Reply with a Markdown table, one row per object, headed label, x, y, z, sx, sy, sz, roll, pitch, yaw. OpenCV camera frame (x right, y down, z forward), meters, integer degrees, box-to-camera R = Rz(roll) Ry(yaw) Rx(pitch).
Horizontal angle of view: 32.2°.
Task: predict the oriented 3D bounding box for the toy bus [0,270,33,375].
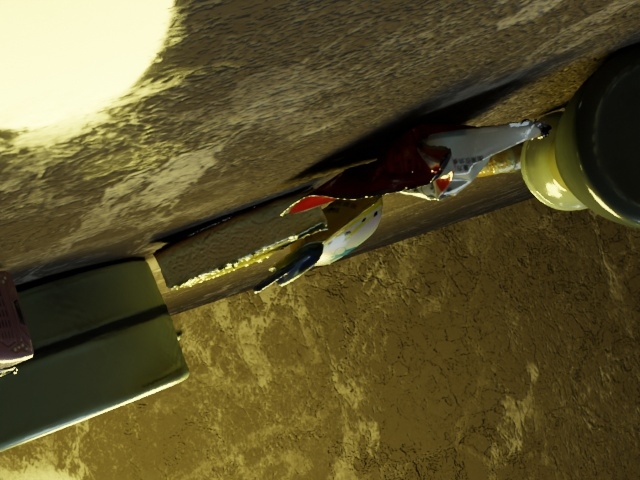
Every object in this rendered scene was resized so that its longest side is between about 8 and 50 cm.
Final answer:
| label | x | y | z | sx | sy | sz | roll | pitch | yaw |
| --- | --- | --- | --- | --- | --- | --- | --- | --- | --- |
| toy bus | -0.369 | 0.101 | 1.011 | 0.199 | 0.096 | 0.108 | -23 | 171 | 21 |

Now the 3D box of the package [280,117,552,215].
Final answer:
| label | x | y | z | sx | sy | sz | roll | pitch | yaw |
| --- | --- | --- | --- | --- | --- | --- | --- | --- | --- |
| package | 0.089 | -0.075 | 1.064 | 0.194 | 0.071 | 0.269 | -15 | -173 | -25 |

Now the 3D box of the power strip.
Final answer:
| label | x | y | z | sx | sy | sz | roll | pitch | yaw |
| --- | --- | --- | --- | --- | --- | --- | --- | --- | --- |
| power strip | -0.331 | 0.145 | 1.337 | 0.358 | 0.161 | 0.357 | -20 | 177 | -1 |

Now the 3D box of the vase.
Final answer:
| label | x | y | z | sx | sy | sz | roll | pitch | yaw |
| --- | --- | --- | --- | --- | --- | --- | --- | --- | --- |
| vase | 0.305 | -0.092 | 1.149 | 0.173 | 0.173 | 0.321 | -19 | 180 | -3 |

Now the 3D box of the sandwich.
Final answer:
| label | x | y | z | sx | sy | sz | roll | pitch | yaw |
| --- | --- | --- | --- | --- | --- | --- | --- | --- | --- |
| sandwich | -0.083 | -0.001 | 1.279 | 0.193 | 0.058 | 0.162 | -22 | 178 | 4 |

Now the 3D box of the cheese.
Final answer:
| label | x | y | z | sx | sy | sz | roll | pitch | yaw |
| --- | --- | --- | --- | --- | --- | --- | --- | --- | --- |
| cheese | 0.000 | 0.000 | 1.356 | 0.156 | 0.064 | 0.250 | -33 | -177 | 39 |

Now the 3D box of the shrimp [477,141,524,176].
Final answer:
| label | x | y | z | sx | sy | sz | roll | pitch | yaw |
| --- | --- | --- | --- | --- | --- | --- | --- | --- | --- |
| shrimp | 0.276 | -0.119 | 1.467 | 0.217 | 0.051 | 0.150 | -12 | -179 | 14 |
